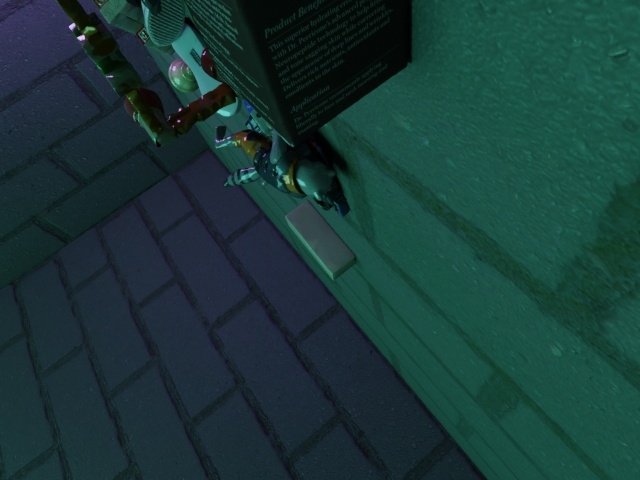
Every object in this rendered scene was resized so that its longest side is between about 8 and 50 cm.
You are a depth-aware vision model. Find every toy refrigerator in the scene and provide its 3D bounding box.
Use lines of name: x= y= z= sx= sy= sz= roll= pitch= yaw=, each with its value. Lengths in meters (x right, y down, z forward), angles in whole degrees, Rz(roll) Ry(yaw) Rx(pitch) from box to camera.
toy refrigerator: x=0.000 y=0.000 z=1.421 sx=0.270 sy=0.102 sz=0.094 roll=50 pitch=171 yaw=18

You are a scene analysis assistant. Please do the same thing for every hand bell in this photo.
hand bell: x=-0.463 y=-0.623 z=1.478 sx=0.242 sy=0.126 sz=0.126 roll=15 pitch=143 yaw=58

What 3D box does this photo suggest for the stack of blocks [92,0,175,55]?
stack of blocks: x=-0.575 y=-0.714 z=1.293 sx=0.171 sy=0.087 sz=0.297 roll=53 pitch=-164 yaw=-5

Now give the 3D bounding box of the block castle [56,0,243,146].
block castle: x=-0.339 y=-0.442 z=0.800 sx=0.213 sy=0.302 sz=0.453 roll=49 pitch=170 yaw=29

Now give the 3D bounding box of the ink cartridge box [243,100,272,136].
ink cartridge box: x=-0.177 y=-0.336 z=1.223 sx=0.208 sy=0.045 sz=0.206 roll=57 pitch=171 yaw=-15

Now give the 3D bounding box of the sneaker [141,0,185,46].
sneaker: x=-0.421 y=-0.649 z=1.019 sx=0.161 sy=0.102 sz=0.282 roll=54 pitch=151 yaw=18

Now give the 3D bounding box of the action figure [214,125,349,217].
action figure: x=-0.078 y=-0.144 z=0.960 sx=0.330 sy=0.179 sz=0.341 roll=21 pitch=154 yaw=49

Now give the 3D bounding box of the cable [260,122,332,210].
cable: x=-0.045 y=-0.206 z=1.095 sx=0.287 sy=0.072 sz=0.139 roll=43 pitch=157 yaw=-15

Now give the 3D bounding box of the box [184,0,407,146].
box: x=-0.031 y=-0.243 z=0.394 sx=0.167 sy=0.168 sz=0.203 roll=49 pitch=170 yaw=29

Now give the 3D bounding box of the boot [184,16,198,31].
boot: x=-0.391 y=-0.612 z=1.250 sx=0.121 sy=0.045 sz=0.099 roll=62 pitch=168 yaw=-10

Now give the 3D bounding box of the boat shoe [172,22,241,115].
boat shoe: x=-0.302 y=-0.477 z=1.148 sx=0.301 sy=0.108 sz=0.102 roll=53 pitch=-153 yaw=8
